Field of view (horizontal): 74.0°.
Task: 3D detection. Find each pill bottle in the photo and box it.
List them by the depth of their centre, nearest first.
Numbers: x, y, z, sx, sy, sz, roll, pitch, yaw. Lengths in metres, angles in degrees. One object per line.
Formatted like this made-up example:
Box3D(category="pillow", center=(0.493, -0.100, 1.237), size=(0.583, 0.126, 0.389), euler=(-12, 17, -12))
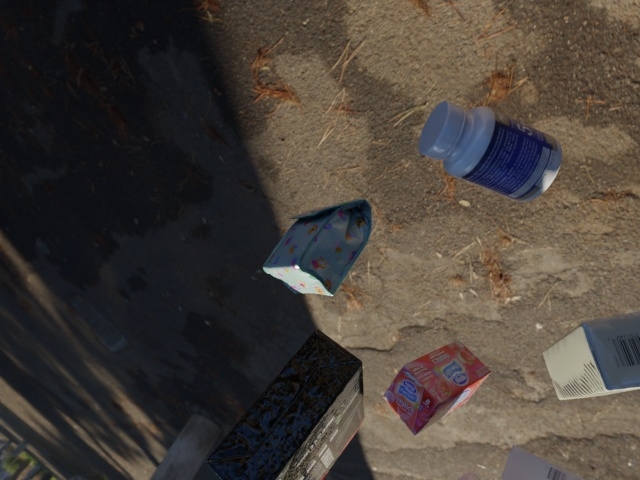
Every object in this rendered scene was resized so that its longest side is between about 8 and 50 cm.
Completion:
Box3D(category="pill bottle", center=(0.254, -0.139, 0.651), size=(0.187, 0.112, 0.112), euler=(19, 137, -12))

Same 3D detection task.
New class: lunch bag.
Box3D(category="lunch bag", center=(0.000, 0.000, 1.105), size=(0.160, 0.262, 0.223), euler=(40, 159, -21))

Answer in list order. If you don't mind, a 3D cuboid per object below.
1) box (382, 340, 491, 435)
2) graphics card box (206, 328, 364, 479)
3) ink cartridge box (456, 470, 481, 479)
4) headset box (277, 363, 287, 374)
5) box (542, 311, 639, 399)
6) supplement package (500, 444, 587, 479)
Box3D(category="box", center=(0.301, 0.368, 1.088), size=(0.122, 0.257, 0.128), euler=(45, 125, 35))
Box3D(category="graphics card box", center=(-0.026, 0.323, 0.709), size=(0.094, 0.233, 0.371), euler=(33, 156, 24))
Box3D(category="ink cartridge box", center=(0.240, 0.736, 0.937), size=(0.160, 0.385, 0.279), euler=(49, 122, 22))
Box3D(category="headset box", center=(-0.078, 0.367, 1.211), size=(0.083, 0.062, 0.032), euler=(-37, 65, 9))
Box3D(category="box", center=(0.440, 0.188, 0.659), size=(0.113, 0.094, 0.275), euler=(-13, 154, 13))
Box3D(category="supplement package", center=(0.682, 0.778, 1.256), size=(0.262, 0.204, 0.145), euler=(13, 155, 44))
